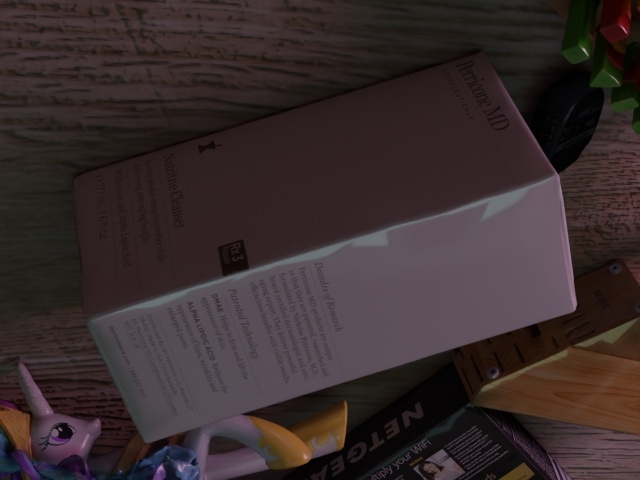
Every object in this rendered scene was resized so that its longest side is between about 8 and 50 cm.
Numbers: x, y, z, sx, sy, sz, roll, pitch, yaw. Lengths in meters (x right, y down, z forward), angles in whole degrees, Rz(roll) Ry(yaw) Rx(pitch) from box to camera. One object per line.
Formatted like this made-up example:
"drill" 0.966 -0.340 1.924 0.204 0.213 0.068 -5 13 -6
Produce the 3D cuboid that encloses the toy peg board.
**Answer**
"toy peg board" 0.292 -0.168 1.051 0.160 0.079 0.161 -18 136 42

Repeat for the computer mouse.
"computer mouse" 0.206 -0.060 1.185 0.071 0.041 0.242 -25 142 -40

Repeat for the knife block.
"knife block" 0.303 0.151 1.326 0.275 0.088 0.242 -25 127 5

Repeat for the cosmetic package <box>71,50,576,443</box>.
"cosmetic package" 0.000 0.000 1.068 0.385 0.217 0.156 -19 128 -1

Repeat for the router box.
"router box" 0.105 0.306 1.382 0.309 0.081 0.243 -36 118 14

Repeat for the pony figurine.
"pony figurine" -0.165 0.304 1.237 0.363 0.303 0.351 5 95 -4
